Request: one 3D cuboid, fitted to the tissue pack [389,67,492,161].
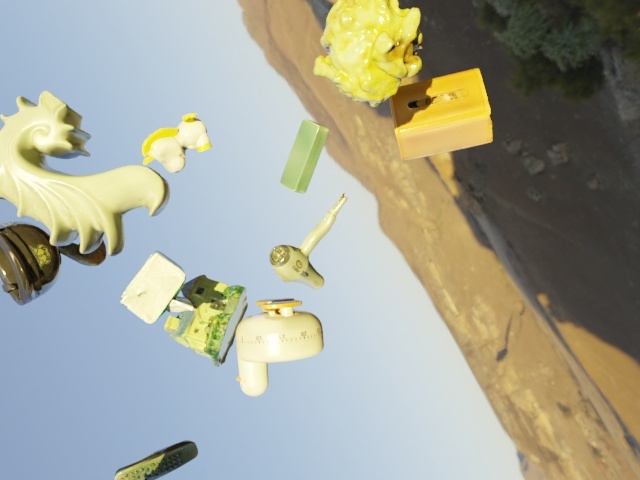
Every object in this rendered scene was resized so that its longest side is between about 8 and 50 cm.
[{"bbox_3d":[0.350,-0.372,1.929,0.145,0.274,0.194,60,-160,-60],"label":"tissue pack"}]

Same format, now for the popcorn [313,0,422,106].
[{"bbox_3d":[0.105,-0.428,1.464,0.195,0.254,0.256,-54,-44,-66],"label":"popcorn"}]

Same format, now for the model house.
[{"bbox_3d":[-0.325,0.214,1.821,0.195,0.189,0.214,92,-161,-67],"label":"model house"}]

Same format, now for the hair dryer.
[{"bbox_3d":[-0.002,0.028,1.714,0.092,0.267,0.229,40,163,34],"label":"hair dryer"}]

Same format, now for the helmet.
[{"bbox_3d":[-0.790,0.046,1.774,0.160,0.278,0.231,-27,-76,-39],"label":"helmet"}]

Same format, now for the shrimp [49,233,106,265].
[{"bbox_3d":[-0.739,-0.005,1.972,0.217,0.051,0.150,30,-134,-45],"label":"shrimp"}]

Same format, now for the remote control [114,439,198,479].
[{"bbox_3d":[-0.433,0.593,1.734,0.042,0.222,0.072,39,143,54],"label":"remote control"}]

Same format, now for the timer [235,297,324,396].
[{"bbox_3d":[-0.107,0.276,1.701,0.233,0.233,0.240,4,-98,-80],"label":"timer"}]

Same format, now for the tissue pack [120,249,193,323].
[{"bbox_3d":[-0.394,0.126,1.633,0.156,0.148,0.209,39,172,-12],"label":"tissue pack"}]

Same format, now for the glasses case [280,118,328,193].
[{"bbox_3d":[-0.043,-0.220,1.712,0.039,0.184,0.077,11,-164,-43],"label":"glasses case"}]

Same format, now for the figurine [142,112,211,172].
[{"bbox_3d":[-0.355,-0.233,1.585,0.109,0.178,0.130,45,166,28],"label":"figurine"}]

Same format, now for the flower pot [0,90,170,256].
[{"bbox_3d":[-0.527,-0.124,1.384,0.367,0.254,0.164,38,177,-3],"label":"flower pot"}]
